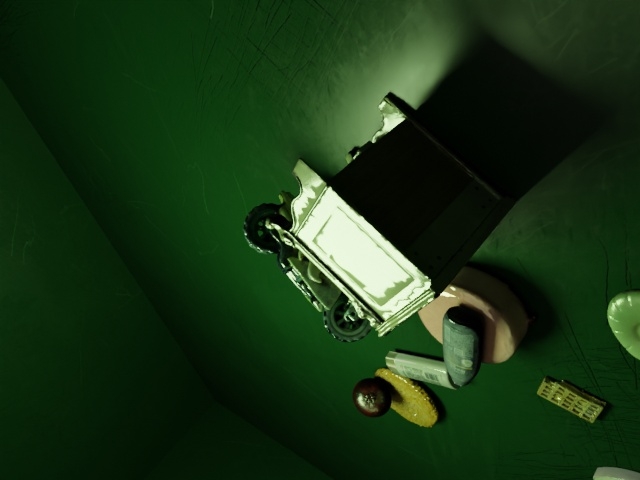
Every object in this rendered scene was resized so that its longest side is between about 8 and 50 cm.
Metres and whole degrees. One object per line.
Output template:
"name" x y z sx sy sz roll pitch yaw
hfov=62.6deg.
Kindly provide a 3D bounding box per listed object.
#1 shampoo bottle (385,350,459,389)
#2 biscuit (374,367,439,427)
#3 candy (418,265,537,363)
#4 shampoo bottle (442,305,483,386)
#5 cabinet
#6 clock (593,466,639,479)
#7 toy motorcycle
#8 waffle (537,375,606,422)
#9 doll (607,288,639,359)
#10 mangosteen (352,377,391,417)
"shampoo bottle" 0.293 0.372 1.518 0.227 0.056 0.086 -2 129 51
"biscuit" 0.279 0.510 1.720 0.254 0.035 0.254 32 147 23
"candy" 0.342 0.168 1.177 0.255 0.094 0.255 30 146 23
"shampoo bottle" 0.311 0.239 1.154 0.087 0.049 0.233 20 141 32
"cabinet" 0.120 -0.048 0.988 0.318 0.290 0.227 43 148 6
"clock" 0.753 0.628 1.282 0.172 0.064 0.198 28 145 23
"toy motorcycle" 0.010 0.043 1.285 0.410 0.237 0.169 47 163 -1
"waffle" 0.575 0.362 1.212 0.135 0.021 0.092 27 147 25
"doll" 0.594 0.183 0.785 0.268 0.216 0.284 54 151 -5
"mangosteen" 0.171 0.514 1.721 0.140 0.140 0.140 30 147 22
